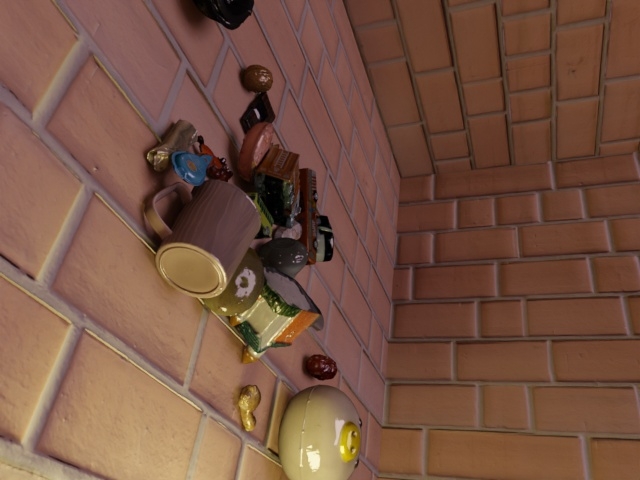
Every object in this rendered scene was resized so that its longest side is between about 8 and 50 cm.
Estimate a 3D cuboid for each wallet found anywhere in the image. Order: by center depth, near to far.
[{"bbox_3d":[-0.225,-0.448,2.090,0.230,0.042,0.124,-67,148,-46],"label":"wallet"}]

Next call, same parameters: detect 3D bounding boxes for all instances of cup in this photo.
[{"bbox_3d":[-0.310,-0.029,1.525,0.273,0.208,0.288,-70,150,-46],"label":"cup"}]

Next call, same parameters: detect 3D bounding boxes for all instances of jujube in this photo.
[{"bbox_3d":[0.003,0.541,2.409,0.109,0.112,0.176,58,8,29],"label":"jujube"}]

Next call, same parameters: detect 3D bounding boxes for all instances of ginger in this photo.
[{"bbox_3d":[-0.228,0.535,1.848,0.096,0.067,0.166,-53,148,-61],"label":"ginger"}]

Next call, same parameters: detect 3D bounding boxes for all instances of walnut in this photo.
[{"bbox_3d":[-0.226,-0.582,2.040,0.124,0.105,0.105,7,79,-55],"label":"walnut"}]

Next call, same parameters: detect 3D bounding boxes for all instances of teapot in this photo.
[{"bbox_3d":[-0.135,0.122,2.062,0.183,0.183,0.251,-54,148,-61],"label":"teapot"}]

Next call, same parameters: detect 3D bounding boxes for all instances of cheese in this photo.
[{"bbox_3d":[-0.337,-0.209,1.550,0.106,0.037,0.256,54,20,-9],"label":"cheese"}]

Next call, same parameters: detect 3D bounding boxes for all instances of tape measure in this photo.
[{"bbox_3d":[0.001,0.003,2.478,0.181,0.107,0.182,-110,-160,-66],"label":"tape measure"}]

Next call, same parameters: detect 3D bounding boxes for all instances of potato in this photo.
[{"bbox_3d":[-0.260,0.118,1.690,0.160,0.177,0.235,94,15,-51],"label":"potato"}]

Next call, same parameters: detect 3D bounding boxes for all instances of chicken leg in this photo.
[{"bbox_3d":[-0.331,-0.238,1.744,0.219,0.048,0.090,44,42,-62],"label":"chicken leg"}]

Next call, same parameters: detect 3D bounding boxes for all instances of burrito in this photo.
[{"bbox_3d":[-0.398,-0.262,1.544,0.226,0.060,0.087,-68,153,-53],"label":"burrito"}]

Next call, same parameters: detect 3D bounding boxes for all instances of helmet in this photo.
[{"bbox_3d":[-0.317,-0.780,1.736,0.230,0.160,0.279,53,51,-60],"label":"helmet"}]

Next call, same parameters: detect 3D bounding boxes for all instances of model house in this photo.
[{"bbox_3d":[-0.184,0.265,1.867,0.301,0.190,0.271,-50,152,7],"label":"model house"}]

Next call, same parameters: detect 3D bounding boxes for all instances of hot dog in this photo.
[{"bbox_3d":[-0.130,-0.025,2.245,0.192,0.053,0.099,-40,134,-59],"label":"hot dog"}]

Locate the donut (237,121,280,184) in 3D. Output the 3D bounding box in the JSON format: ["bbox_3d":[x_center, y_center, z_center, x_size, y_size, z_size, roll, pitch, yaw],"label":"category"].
[{"bbox_3d":[-0.217,-0.290,1.956,0.233,0.085,0.199,77,36,-72],"label":"donut"}]

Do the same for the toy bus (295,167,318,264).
[{"bbox_3d":[-0.067,-0.101,2.386,0.092,0.093,0.409,22,64,-59],"label":"toy bus"}]

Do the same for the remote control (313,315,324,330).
[{"bbox_3d":[-0.033,0.331,2.487,0.245,0.022,0.077,52,40,-56],"label":"remote control"}]

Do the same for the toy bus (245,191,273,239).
[{"bbox_3d":[-0.229,-0.085,1.939,0.175,0.088,0.101,64,28,-51],"label":"toy bus"}]

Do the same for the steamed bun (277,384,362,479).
[{"bbox_3d":[-0.001,0.722,2.078,0.334,0.333,0.374,45,50,-61],"label":"steamed bun"}]

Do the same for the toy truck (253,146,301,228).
[{"bbox_3d":[-0.140,-0.181,1.995,0.305,0.136,0.162,93,17,-59],"label":"toy truck"}]
